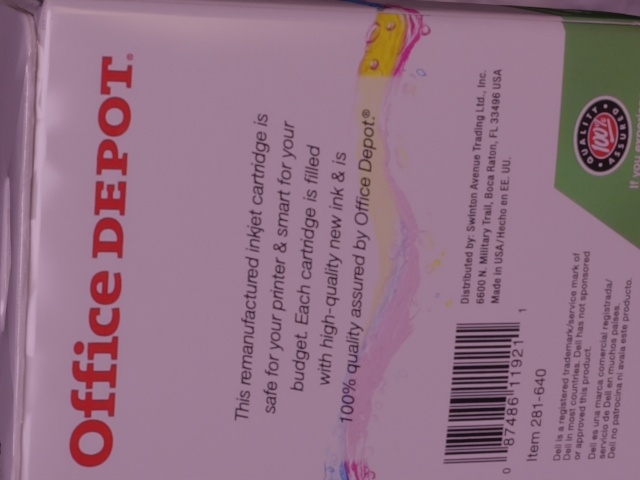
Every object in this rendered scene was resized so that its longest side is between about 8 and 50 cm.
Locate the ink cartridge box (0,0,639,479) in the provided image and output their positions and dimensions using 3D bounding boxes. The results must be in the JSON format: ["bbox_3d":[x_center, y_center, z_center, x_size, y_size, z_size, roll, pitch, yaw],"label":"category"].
[{"bbox_3d":[0.000,0.000,0.820,0.278,0.117,0.201,0,100,-21],"label":"ink cartridge box"}]
